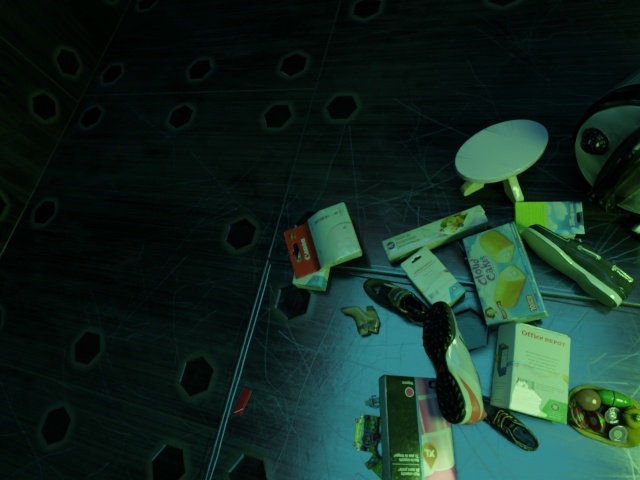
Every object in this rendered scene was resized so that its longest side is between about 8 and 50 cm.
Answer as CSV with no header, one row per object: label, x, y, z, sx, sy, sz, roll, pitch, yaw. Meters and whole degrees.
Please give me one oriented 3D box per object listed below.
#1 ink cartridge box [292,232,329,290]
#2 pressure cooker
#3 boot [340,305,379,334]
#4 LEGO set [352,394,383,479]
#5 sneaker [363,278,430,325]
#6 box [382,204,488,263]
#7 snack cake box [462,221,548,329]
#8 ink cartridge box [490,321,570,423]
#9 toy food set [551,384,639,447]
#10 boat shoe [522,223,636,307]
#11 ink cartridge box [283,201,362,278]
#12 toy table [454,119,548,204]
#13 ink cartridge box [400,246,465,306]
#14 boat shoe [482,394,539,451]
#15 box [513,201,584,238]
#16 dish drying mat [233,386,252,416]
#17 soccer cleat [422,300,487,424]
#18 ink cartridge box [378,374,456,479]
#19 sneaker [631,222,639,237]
ink cartridge box,-0.021,0.072,1.413,0.104,0.060,0.180,5,69,19
pressure cooker,0.874,-0.259,1.068,0.420,0.370,0.375,-34,22,-11
boot,0.121,0.248,1.300,0.118,0.042,0.087,-8,67,16
LEGO set,0.155,0.559,1.106,0.132,0.107,0.287,-22,59,15
sneaker,0.227,0.169,1.262,0.234,0.106,0.078,29,78,27
box,0.357,-0.017,1.324,0.323,0.067,0.063,-21,61,10
snack cake box,0.514,0.100,1.186,0.152,0.089,0.265,-21,61,26
ink cartridge box,0.533,0.332,1.070,0.154,0.093,0.213,16,73,-3
toy food set,0.677,0.417,1.024,0.217,0.071,0.128,11,71,23
boat shoe,0.704,0.049,1.160,0.091,0.114,0.302,-44,73,-3
ink cartridge box,0.000,0.000,1.373,0.232,0.066,0.189,-19,64,3
toy table,0.549,-0.240,1.305,0.274,0.161,0.253,-16,63,10
ink cartridge box,0.336,0.120,1.272,0.104,0.062,0.181,-36,62,0
boat shoe,0.466,0.457,1.069,0.183,0.083,0.065,34,81,28
box,0.673,-0.060,1.250,0.178,0.042,0.109,1,69,19
dish drying mat,-0.245,0.507,1.326,0.032,0.008,0.083,17,74,25
soccer cleat,0.357,0.320,1.126,0.108,0.116,0.319,-39,46,44
ink cartridge box,0.245,0.538,1.069,0.175,0.069,0.372,6,64,-9
sneaker,0.948,-0.039,1.150,0.166,0.065,0.076,-26,78,10
